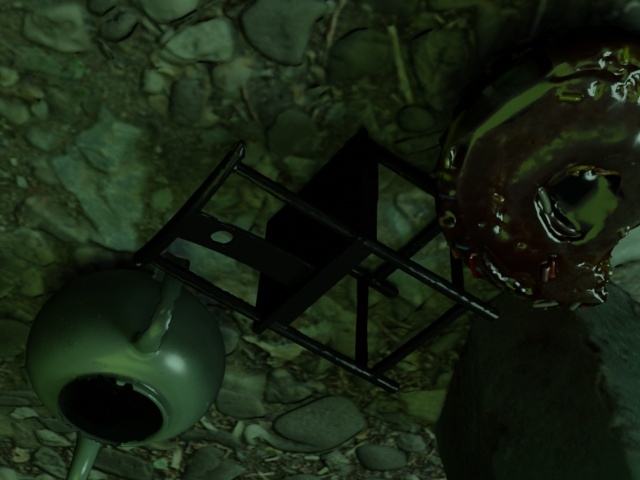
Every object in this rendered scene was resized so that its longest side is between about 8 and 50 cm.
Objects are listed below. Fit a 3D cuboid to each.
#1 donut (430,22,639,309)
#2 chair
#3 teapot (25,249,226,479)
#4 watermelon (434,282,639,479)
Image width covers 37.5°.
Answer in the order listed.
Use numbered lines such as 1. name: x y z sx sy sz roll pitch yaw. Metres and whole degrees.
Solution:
1. donut: 0.192 -0.061 0.720 0.216 0.096 0.230 24 123 -13
2. chair: 0.000 0.000 0.777 0.260 0.141 0.154 30 128 -22
3. teapot: -0.190 0.123 0.918 0.193 0.129 0.294 21 131 -15
4. watermelon: 0.232 0.148 0.871 0.229 0.258 0.387 -4 177 -10
